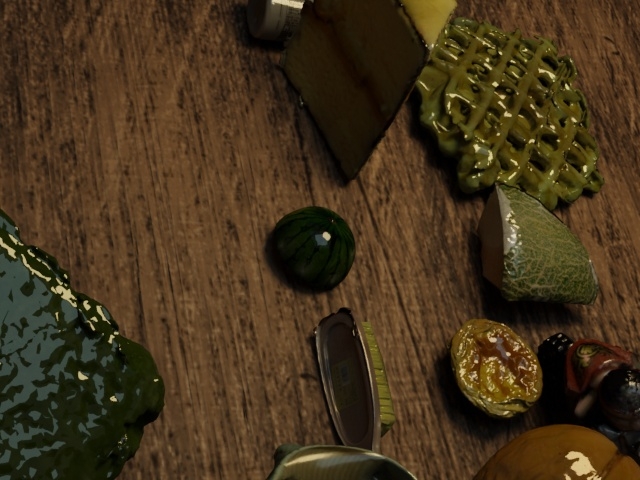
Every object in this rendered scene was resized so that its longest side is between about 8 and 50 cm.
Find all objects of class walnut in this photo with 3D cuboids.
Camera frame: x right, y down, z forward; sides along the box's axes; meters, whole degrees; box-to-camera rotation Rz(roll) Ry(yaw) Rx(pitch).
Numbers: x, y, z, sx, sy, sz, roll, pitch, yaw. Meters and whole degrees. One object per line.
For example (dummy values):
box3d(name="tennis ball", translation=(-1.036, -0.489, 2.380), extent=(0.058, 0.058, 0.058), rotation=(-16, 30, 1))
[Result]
box3d(name="walnut", translation=(0.240, 0.299, 1.203), extent=(0.193, 0.226, 0.193), rotation=(27, 9, -5))

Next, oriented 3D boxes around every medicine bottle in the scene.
box3d(name="medicine bottle", translation=(-0.021, -0.299, 1.558), extent=(0.140, 0.079, 0.079), rotation=(3, 58, -25))

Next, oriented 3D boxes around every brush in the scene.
box3d(name="brush", translation=(0.060, 0.218, 1.262), extent=(0.067, 0.072, 0.313), rotation=(12, 54, -37))

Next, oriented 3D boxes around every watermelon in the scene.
box3d(name="watermelon", translation=(0.000, 0.000, 1.377), extent=(0.105, 0.062, 0.105), rotation=(21, 46, -23))

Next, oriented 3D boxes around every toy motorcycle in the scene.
box3d(name="toy motorcycle", translation=(0.376, 0.263, 1.305), extent=(0.134, 0.207, 0.401), rotation=(-26, 74, -11))

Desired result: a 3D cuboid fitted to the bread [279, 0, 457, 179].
box3d(name="bread", translation=(0.035, -0.223, 1.439), extent=(0.178, 0.240, 0.135), rotation=(32, 44, 0))

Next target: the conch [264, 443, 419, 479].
box3d(name="conch", translation=(-0.013, 0.287, 1.107), extent=(0.386, 0.169, 0.203), rotation=(5, 65, -25))

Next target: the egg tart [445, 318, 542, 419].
box3d(name="egg tart", translation=(0.199, 0.153, 1.383), extent=(0.130, 0.052, 0.130), rotation=(14, 55, -20))

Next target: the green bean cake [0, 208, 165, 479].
box3d(name="green bean cake", translation=(-0.336, 0.130, 0.959), extent=(0.319, 0.218, 0.335), rotation=(47, 60, -11))

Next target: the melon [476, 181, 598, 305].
box3d(name="melon", translation=(0.257, 0.035, 1.472), extent=(0.202, 0.093, 0.139), rotation=(44, 47, -5))

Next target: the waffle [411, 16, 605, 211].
box3d(name="waffle", translation=(0.261, -0.183, 1.629), extent=(0.297, 0.073, 0.317), rotation=(-1, 59, -29))
